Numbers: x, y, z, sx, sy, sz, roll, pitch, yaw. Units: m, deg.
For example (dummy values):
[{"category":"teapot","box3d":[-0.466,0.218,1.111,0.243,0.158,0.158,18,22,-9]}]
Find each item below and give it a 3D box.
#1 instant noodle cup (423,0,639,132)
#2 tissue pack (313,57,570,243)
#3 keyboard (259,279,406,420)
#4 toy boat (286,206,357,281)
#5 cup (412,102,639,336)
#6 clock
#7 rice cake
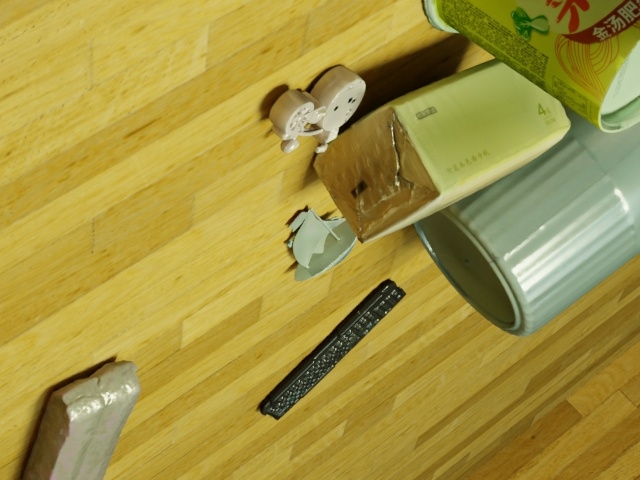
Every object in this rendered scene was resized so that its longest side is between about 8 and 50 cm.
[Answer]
[{"category":"instant noodle cup","box3d":[0.291,-0.270,1.527,0.311,0.221,0.311,-38,159,-17]},{"category":"tissue pack","box3d":[0.133,-0.105,1.635,0.234,0.125,0.159,-27,176,-38]},{"category":"keyboard","box3d":[0.019,0.157,2.110,0.262,0.016,0.106,-45,159,2]},{"category":"toy boat","box3d":[-0.004,0.008,1.766,0.105,0.034,0.149,-54,158,19]},{"category":"cup","box3d":[0.278,-0.073,1.908,0.311,0.331,0.257,-37,125,-13]},{"category":"clock","box3d":[-0.007,-0.128,1.500,0.129,0.041,0.087,-25,149,-50]},{"category":"rice cake","box3d":[-0.282,0.251,1.692,0.106,0.050,0.298,-25,152,-40]}]
